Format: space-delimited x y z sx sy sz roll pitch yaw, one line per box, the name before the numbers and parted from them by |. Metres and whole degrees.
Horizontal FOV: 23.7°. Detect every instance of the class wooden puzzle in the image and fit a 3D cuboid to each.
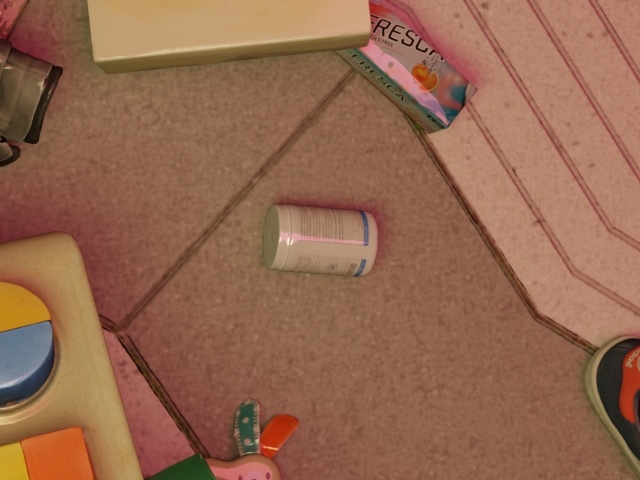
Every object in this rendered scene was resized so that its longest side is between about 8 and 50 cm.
wooden puzzle | -0.305 0.158 1.148 0.322 0.080 0.347 -13 64 -14

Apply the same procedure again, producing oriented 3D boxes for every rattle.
rattle | -0.086 0.252 1.509 0.130 0.143 0.199 43 83 8

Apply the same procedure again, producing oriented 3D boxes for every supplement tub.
supplement tub | 0.000 0.000 1.577 0.107 0.071 0.071 6 86 -16

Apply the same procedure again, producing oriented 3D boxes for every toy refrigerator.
toy refrigerator | -0.089 -0.230 1.508 0.270 0.102 0.094 -6 89 0

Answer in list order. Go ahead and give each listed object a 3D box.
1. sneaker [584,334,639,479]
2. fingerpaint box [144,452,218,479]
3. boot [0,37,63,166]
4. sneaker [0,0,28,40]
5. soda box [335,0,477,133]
sneaker | 0.428 0.255 1.652 0.131 0.148 0.350 -43 100 -14
fingerpaint box | -0.205 0.436 1.310 0.371 0.444 0.163 -25 52 -16
boot | -0.328 -0.189 1.358 0.223 0.338 0.118 27 70 -11
sneaker | -0.311 -0.263 1.498 0.071 0.066 0.188 29 79 -13
soda box | 0.074 -0.194 1.611 0.183 0.063 0.058 40 78 -11
